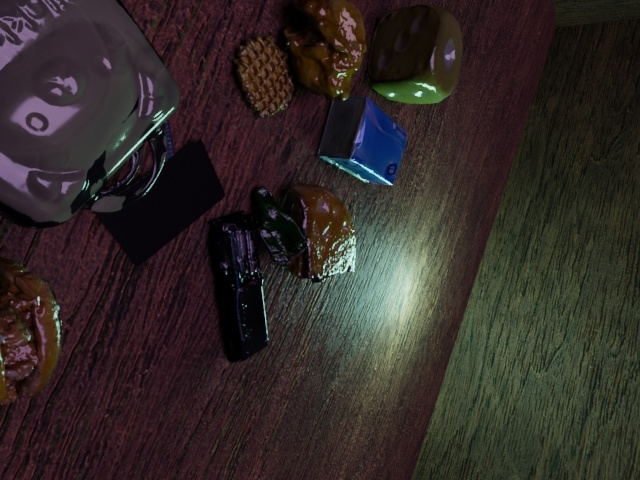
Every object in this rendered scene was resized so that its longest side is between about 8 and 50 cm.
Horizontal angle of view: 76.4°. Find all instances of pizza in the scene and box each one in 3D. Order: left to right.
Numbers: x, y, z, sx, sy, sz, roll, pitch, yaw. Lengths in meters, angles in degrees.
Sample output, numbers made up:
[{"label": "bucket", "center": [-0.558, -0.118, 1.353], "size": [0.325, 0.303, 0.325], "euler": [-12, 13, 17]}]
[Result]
[{"label": "pizza", "center": [0.000, 0.000, 1.209], "size": [0.409, 0.114, 0.278], "euler": [45, 67, -47]}]

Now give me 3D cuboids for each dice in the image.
[{"label": "dice", "center": [0.308, -0.588, 1.312], "size": [0.227, 0.233, 0.238], "euler": [4, 99, -53]}]

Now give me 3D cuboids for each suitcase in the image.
[{"label": "suitcase", "center": [-0.380, -0.194, 0.610], "size": [0.351, 0.194, 0.339], "euler": [-57, 141, -23]}]

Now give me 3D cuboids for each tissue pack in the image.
[{"label": "tissue pack", "center": [0.139, -0.304, 1.260], "size": [0.263, 0.146, 0.198], "euler": [17, 88, -52]}]

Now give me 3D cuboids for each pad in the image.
[{"label": "pad", "center": [-0.321, -0.082, 0.860], "size": [0.265, 0.009, 0.159], "euler": [-47, 140, -31]}]

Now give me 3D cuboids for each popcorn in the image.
[{"label": "popcorn", "center": [0.021, -0.489, 1.019], "size": [0.253, 0.190, 0.191], "euler": [58, 34, -39]}]

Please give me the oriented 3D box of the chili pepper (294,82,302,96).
[{"label": "chili pepper", "center": [-0.044, -0.420, 1.098], "size": [0.083, 0.017, 0.030], "euler": [-49, 136, -31]}]

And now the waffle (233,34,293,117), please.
[{"label": "waffle", "center": [-0.132, -0.396, 0.980], "size": [0.191, 0.038, 0.191], "euler": [-20, 117, -46]}]

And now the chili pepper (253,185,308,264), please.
[{"label": "chili pepper", "center": [-0.110, -0.041, 1.054], "size": [0.108, 0.062, 0.216], "euler": [-24, 101, -4]}]

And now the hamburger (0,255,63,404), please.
[{"label": "hamburger", "center": [-0.507, 0.130, 0.540], "size": [0.245, 0.260, 0.211], "euler": [-43, 174, 29]}]

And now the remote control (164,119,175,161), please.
[{"label": "remote control", "center": [-0.322, -0.234, 0.806], "size": [0.043, 0.027, 0.152], "euler": [-32, 127, -49]}]

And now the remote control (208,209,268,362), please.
[{"label": "remote control", "center": [-0.197, 0.127, 1.044], "size": [0.144, 0.062, 0.399], "euler": [-26, 120, -45]}]
